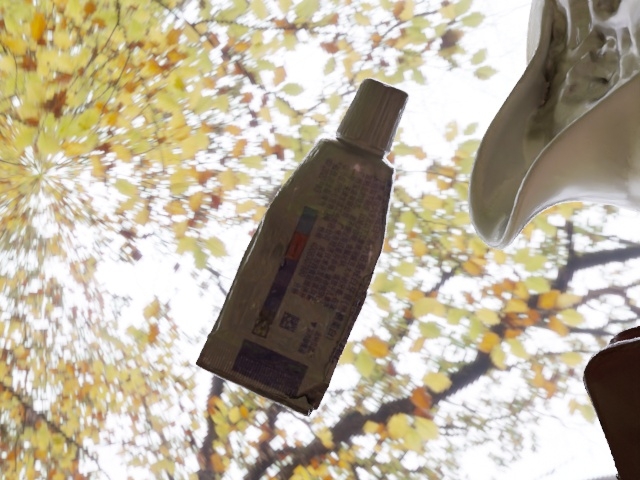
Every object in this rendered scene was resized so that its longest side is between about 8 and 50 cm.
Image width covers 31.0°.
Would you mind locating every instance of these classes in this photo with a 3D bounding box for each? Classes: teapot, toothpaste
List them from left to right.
[{"bbox_3d":[0.001,0.001,0.958,0.068,0.099,0.282,16,-81,-57],"label":"toothpaste"},{"bbox_3d":[0.169,-0.126,0.528,0.139,0.204,0.298,14,-84,-22],"label":"teapot"}]

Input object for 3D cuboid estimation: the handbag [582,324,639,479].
[{"bbox_3d":[0.375,0.185,0.956,0.260,0.084,0.276,-20,-86,32],"label":"handbag"}]
